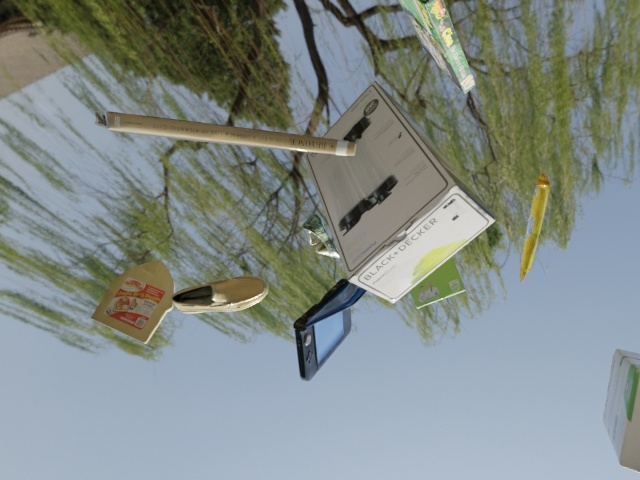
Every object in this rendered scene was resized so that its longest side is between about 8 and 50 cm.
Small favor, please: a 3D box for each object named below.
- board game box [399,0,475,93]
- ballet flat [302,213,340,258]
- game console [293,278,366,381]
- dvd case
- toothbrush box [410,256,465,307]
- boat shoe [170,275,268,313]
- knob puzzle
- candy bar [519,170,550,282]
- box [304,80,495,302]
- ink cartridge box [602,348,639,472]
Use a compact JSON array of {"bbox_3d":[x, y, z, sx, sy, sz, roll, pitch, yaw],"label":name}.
[{"bbox_3d":[0.172,-0.339,0.702,0.030,0.259,0.136,-36,-114,19],"label":"board game box"},{"bbox_3d":[0.000,0.000,1.320,0.070,0.188,0.070,-18,-139,17],"label":"ballet flat"},{"bbox_3d":[0.073,0.205,1.170,0.173,0.251,0.293,4,-160,28],"label":"game console"},{"bbox_3d":[-0.099,-0.107,0.448,0.164,0.221,0.018,26,-67,57],"label":"dvd case"},{"bbox_3d":[0.221,-0.016,1.060,0.122,0.284,0.206,-24,-172,12],"label":"toothbrush box"},{"bbox_3d":[-0.199,0.108,0.881,0.189,0.072,0.068,-14,-107,-2],"label":"boat shoe"},{"bbox_3d":[-0.437,0.138,1.096,0.212,0.030,0.213,-5,-122,8],"label":"knob puzzle"},{"bbox_3d":[0.289,-0.017,0.606,0.018,0.162,0.040,10,-145,22],"label":"candy bar"},{"bbox_3d":[0.086,-0.079,0.616,0.169,0.087,0.290,-45,-143,21],"label":"box"},{"bbox_3d":[0.574,0.295,0.788,0.092,0.219,0.161,10,-88,27],"label":"ink cartridge box"}]
